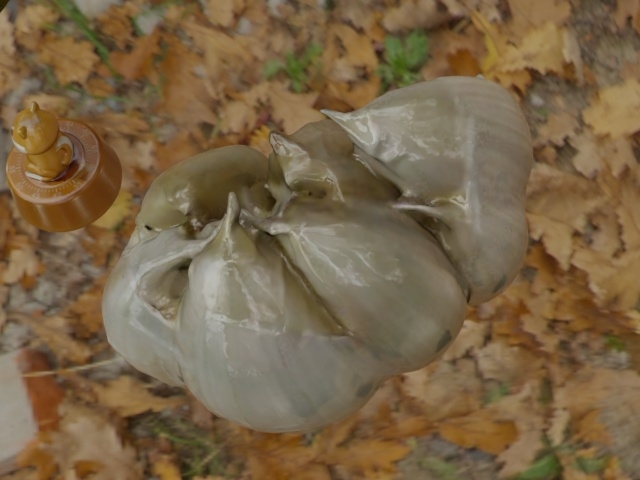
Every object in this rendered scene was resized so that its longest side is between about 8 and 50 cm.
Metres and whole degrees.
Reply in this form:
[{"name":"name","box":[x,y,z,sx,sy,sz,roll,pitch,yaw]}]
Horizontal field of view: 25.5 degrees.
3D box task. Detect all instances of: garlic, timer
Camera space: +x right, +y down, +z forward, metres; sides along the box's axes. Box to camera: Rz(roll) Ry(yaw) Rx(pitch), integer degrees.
[{"name":"garlic","box":[-0.003,0.016,0.850,0.281,0.203,0.185,-14,70,13]},{"name":"timer","box":[-0.306,-0.100,1.586,0.132,0.152,0.132,-4,62,8]}]

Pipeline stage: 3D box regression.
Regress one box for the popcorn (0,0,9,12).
[{"name":"popcorn","box":[-0.225,-0.117,0.496,0.254,0.256,0.195,-28,87,0]}]

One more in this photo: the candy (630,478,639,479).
[{"name":"candy","box":[0.153,0.185,0.694,0.397,0.263,0.172,-6,88,18]}]
